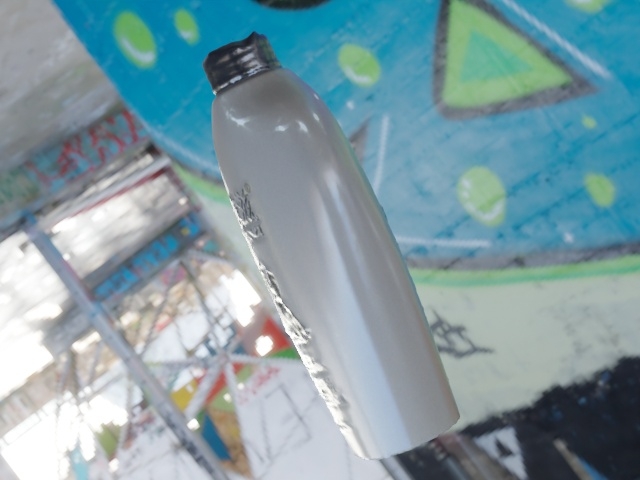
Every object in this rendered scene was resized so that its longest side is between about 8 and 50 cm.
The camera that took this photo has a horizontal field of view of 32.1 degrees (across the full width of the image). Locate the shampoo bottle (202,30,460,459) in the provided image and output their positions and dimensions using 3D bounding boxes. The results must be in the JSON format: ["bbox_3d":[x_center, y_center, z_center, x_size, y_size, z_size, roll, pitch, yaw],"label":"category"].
[{"bbox_3d":[0.000,0.000,0.659,0.078,0.257,0.127,-23,-179,-17],"label":"shampoo bottle"}]
